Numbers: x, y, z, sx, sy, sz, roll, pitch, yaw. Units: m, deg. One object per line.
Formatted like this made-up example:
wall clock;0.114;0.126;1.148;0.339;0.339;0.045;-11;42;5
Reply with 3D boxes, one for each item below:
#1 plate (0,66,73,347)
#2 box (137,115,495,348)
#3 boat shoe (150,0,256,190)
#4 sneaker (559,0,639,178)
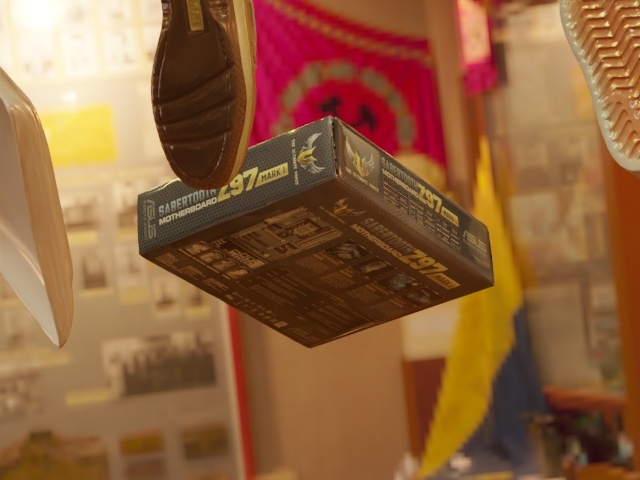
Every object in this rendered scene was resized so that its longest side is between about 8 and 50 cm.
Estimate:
plate;-0.312;-0.069;1.867;0.045;0.278;0.277;-20;33;-21
box;0.000;0.000;1.449;0.183;0.059;0.233;-20;-31;29
boat shoe;-0.064;-0.128;1.185;0.068;0.190;0.072;5;12;23
sneaker;0.292;-0.156;1.636;0.108;0.302;0.121;-28;-42;30
